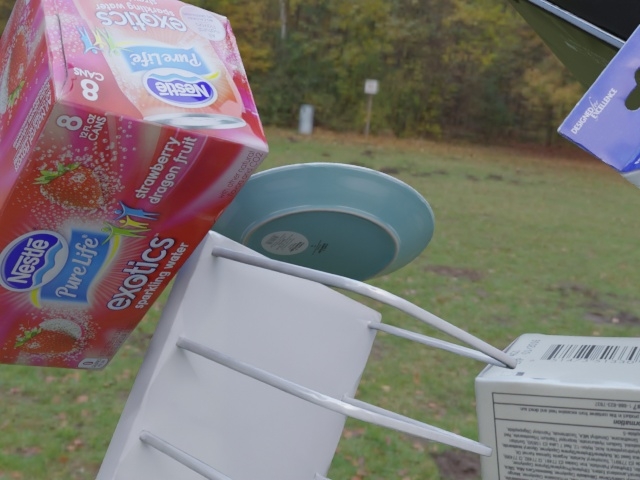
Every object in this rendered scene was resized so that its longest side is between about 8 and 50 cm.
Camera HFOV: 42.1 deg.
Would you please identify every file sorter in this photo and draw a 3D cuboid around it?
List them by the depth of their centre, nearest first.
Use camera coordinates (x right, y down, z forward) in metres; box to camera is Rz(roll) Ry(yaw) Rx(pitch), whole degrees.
[{"bbox_3d":[-0.012,0.163,0.543,0.173,0.277,0.193,11,-13,45],"label":"file sorter"}]

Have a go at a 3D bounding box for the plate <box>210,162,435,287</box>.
[{"bbox_3d":[0.000,0.000,0.681,0.188,0.024,0.188,0,-30,0],"label":"plate"}]

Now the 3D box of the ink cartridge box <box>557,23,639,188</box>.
[{"bbox_3d":[0.381,-0.049,0.611,0.371,0.176,0.069,36,-15,15],"label":"ink cartridge box"}]

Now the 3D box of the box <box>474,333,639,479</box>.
[{"bbox_3d":[0.211,0.197,0.618,0.149,0.232,0.127,-2,9,28],"label":"box"}]

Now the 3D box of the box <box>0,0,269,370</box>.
[{"bbox_3d":[-0.159,-0.030,0.536,0.128,0.257,0.122,10,48,-36],"label":"box"}]

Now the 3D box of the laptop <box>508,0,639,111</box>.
[{"bbox_3d":[0.379,-0.279,0.879,0.408,0.236,0.382,36,14,-33],"label":"laptop"}]
